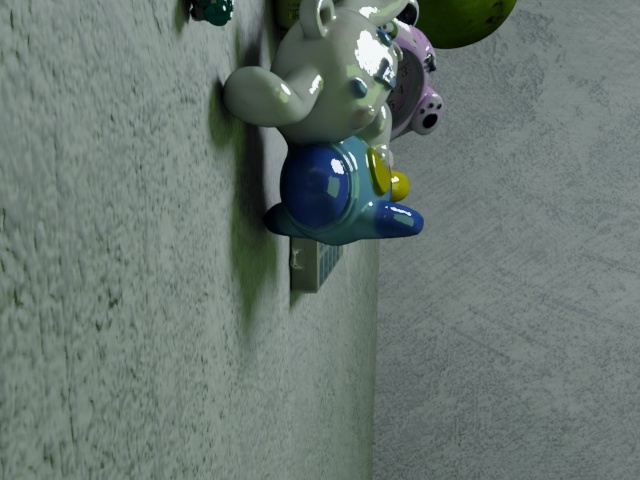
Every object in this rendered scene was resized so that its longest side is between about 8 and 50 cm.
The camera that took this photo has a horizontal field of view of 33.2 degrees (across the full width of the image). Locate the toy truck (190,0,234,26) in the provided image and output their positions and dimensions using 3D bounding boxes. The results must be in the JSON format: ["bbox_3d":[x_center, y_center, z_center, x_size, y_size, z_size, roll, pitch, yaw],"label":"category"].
[{"bbox_3d":[-0.095,-0.231,0.954,0.039,0.044,0.083,83,11,-63],"label":"toy truck"}]

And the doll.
[{"bbox_3d":[0.031,-0.121,1.278,0.376,0.187,0.365,-34,131,-33],"label":"doll"}]

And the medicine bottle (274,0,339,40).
[{"bbox_3d":[-0.002,-0.357,1.371,0.124,0.124,0.239,-74,164,-63],"label":"medicine bottle"}]

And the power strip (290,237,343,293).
[{"bbox_3d":[0.000,0.000,1.713,0.367,0.043,0.106,-50,141,-78],"label":"power strip"}]

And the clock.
[{"bbox_3d":[0.065,-0.237,1.579,0.090,0.227,0.248,49,-22,43],"label":"clock"}]

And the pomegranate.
[{"bbox_3d":[0.195,-0.467,1.925,0.310,0.359,0.216,81,6,-60],"label":"pomegranate"}]
